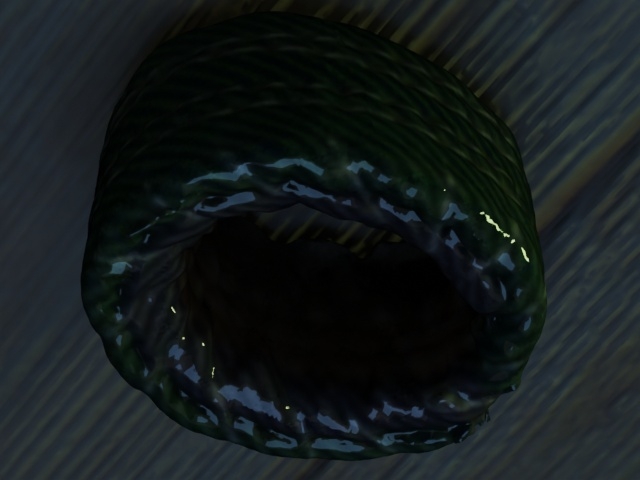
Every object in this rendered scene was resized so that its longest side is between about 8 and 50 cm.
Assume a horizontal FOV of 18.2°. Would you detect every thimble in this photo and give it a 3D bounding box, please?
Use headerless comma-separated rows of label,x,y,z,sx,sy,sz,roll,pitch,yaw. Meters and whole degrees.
thimble,-0.001,-0.002,0.599,0.135,0.090,0.118,14,127,-10
